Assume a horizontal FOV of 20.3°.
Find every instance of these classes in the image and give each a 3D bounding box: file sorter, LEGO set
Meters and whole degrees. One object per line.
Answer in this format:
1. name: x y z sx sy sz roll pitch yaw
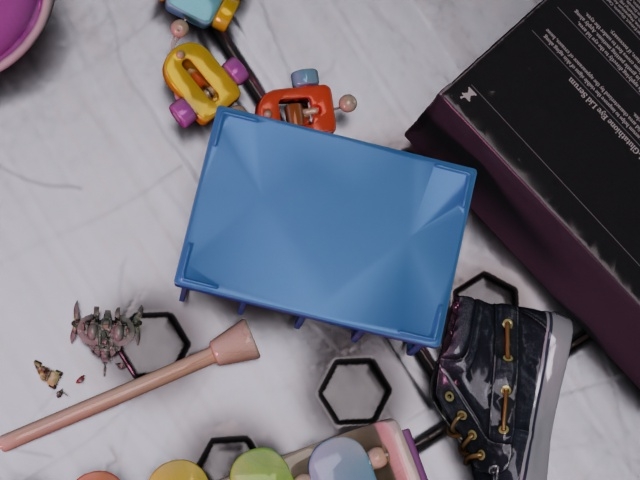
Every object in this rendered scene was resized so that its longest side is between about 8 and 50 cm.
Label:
1. file sorter: 0.000 0.000 1.165 0.170 0.104 0.118 14 78 -3
2. LEGO set: -0.152 0.070 1.187 0.054 0.023 0.083 35 82 0

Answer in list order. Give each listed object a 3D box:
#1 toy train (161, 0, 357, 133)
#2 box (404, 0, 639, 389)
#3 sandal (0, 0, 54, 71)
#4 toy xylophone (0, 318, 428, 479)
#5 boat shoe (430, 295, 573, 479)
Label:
1. toy train: -0.051 -0.131 1.212 0.125 0.046 0.166 -12 85 -12
2. box: 0.215 -0.044 1.182 0.184 0.103 0.261 -42 88 -20
3. sandal: -0.377 -0.192 1.133 0.416 0.102 0.169 18 115 1
4. toy xylophone: -0.089 0.194 1.150 0.322 0.081 0.236 -28 86 -8
5. boat shoe: 0.109 0.129 1.186 0.083 0.065 0.183 13 75 -3
